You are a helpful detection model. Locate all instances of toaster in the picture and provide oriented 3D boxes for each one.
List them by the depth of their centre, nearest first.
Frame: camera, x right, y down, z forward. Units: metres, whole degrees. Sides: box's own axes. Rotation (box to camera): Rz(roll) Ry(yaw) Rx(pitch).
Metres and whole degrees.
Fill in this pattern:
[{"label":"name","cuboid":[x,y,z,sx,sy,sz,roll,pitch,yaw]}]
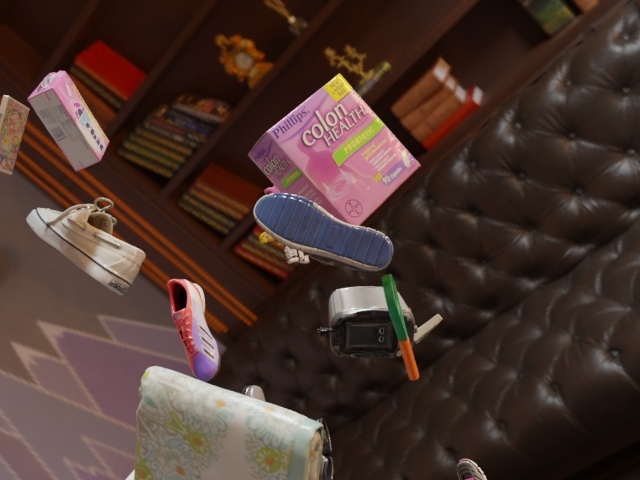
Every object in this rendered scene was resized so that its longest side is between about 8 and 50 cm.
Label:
[{"label":"toaster","cuboid":[0.101,0.185,1.679,0.146,0.227,0.129,-101,10,-67]}]

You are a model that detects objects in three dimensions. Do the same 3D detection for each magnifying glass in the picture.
[{"label":"magnifying glass","cuboid":[0.161,0.175,1.473,0.026,0.231,0.092,-12,18,8]}]

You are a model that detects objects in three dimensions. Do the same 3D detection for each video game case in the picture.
[{"label":"video game case","cuboid":[-0.533,-0.178,1.253,0.087,0.011,0.122,83,-160,-86]}]

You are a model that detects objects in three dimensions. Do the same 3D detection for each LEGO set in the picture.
[{"label":"LEGO set","cuboid":[-0.112,-0.037,1.908,0.093,0.227,0.087,-12,-6,-25]}]

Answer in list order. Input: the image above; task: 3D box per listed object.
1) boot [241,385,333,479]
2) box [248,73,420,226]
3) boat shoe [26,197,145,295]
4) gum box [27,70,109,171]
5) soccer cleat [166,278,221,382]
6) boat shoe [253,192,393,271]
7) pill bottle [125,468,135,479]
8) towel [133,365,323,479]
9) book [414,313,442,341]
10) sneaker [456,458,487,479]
[{"label":"boot","cuboid":[-0.083,0.520,1.976,0.223,0.118,0.338,-24,57,11]},{"label":"box","cuboid":[0.028,-0.154,1.414,0.213,0.243,0.117,-43,2,-28]},{"label":"boat shoe","cuboid":[-0.513,-0.023,1.642,0.367,0.136,0.156,28,79,39]},{"label":"gum box","cuboid":[-0.527,-0.254,1.541,0.062,0.188,0.107,-21,30,9]},{"label":"soccer cleat","cuboid":[-0.372,0.256,2.105,0.109,0.116,0.318,-26,62,15]},{"label":"boat shoe","cuboid":[0.000,0.000,0.929,0.066,0.183,0.066,95,-159,-70]},{"label":"pill bottle","cuboid":[-0.260,0.638,1.532,0.224,0.392,0.224,-49,-5,-6]},{"label":"towel","cuboid":[-0.166,0.421,1.225,0.090,0.321,0.374,-37,-43,-65]},{"label":"book","cuboid":[0.292,0.243,2.040,0.096,0.035,0.144,-38,-12,0]},{"label":"sneaker","cuboid":[0.356,0.598,1.724,0.063,0.075,0.170,-28,63,30]}]
